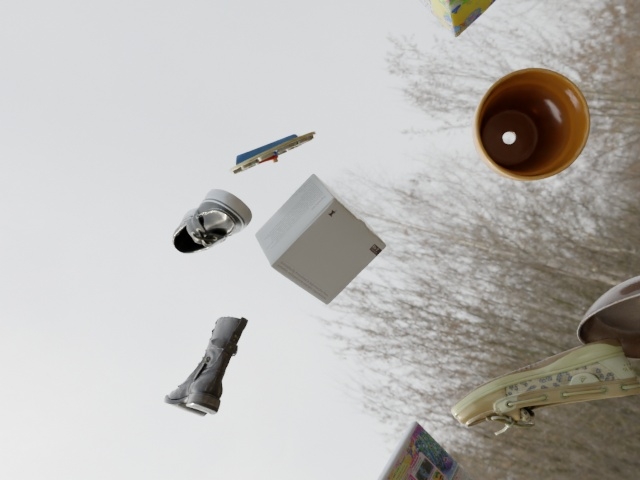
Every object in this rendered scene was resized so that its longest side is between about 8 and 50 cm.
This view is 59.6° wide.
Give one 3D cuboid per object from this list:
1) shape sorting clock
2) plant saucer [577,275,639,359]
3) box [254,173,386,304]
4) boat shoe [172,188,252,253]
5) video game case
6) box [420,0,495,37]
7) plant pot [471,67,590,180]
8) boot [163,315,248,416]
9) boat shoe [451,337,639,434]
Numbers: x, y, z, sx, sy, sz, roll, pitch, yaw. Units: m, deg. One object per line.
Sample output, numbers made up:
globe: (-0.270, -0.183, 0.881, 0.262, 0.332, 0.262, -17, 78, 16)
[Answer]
shape sorting clock: (-0.102, -0.187, 1.200, 0.206, 0.206, 0.041, -29, -78, -45)
plant saucer: (0.541, 0.106, 0.818, 0.311, 0.310, 0.050, 52, -143, -51)
box: (0.000, 0.000, 1.128, 0.182, 0.119, 0.181, -45, -53, 7)
boat shoe: (-0.109, -0.012, 0.547, 0.049, 0.142, 0.040, 38, -115, -18)
video game case: (0.147, 0.365, 0.793, 0.157, 0.143, 0.019, -45, 0, -39)
box: (0.279, -0.561, 0.965, 0.290, 0.177, 0.279, -42, -14, 12)
plant pot: (0.396, -0.215, 1.110, 0.188, 0.204, 0.205, -15, -58, -84)
boot: (-0.263, 0.293, 1.331, 0.091, 0.262, 0.229, 31, -120, -26)
boat shoe: (0.340, 0.243, 0.871, 0.104, 0.285, 0.090, 17, -133, -53)
